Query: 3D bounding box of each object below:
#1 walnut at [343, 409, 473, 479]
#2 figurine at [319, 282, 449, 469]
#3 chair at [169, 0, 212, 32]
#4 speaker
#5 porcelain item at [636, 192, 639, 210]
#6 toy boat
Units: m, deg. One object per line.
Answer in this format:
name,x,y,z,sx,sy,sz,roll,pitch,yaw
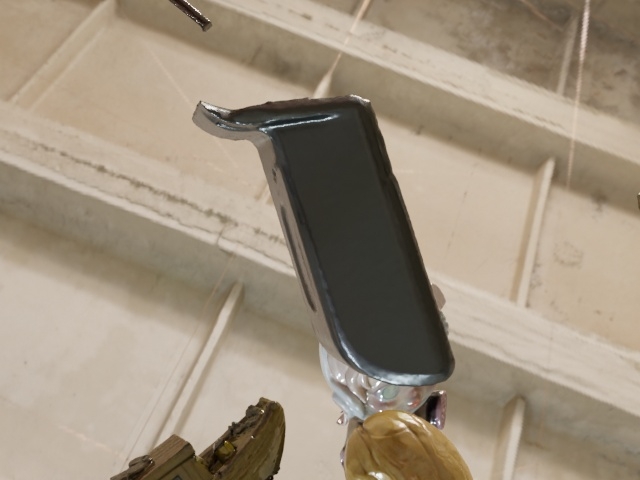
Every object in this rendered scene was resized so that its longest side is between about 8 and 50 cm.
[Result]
walnut,0.126,0.338,1.077,0.206,0.159,0.159,43,-129,17
figurine,0.104,0.244,1.391,0.211,0.361,0.253,25,-136,33
chair,-0.224,-0.453,0.959,0.326,0.183,0.176,38,-108,8
speaker,0.000,0.000,0.911,0.184,0.180,0.388,-20,-86,-12
porcelain item,0.480,0.006,0.930,0.213,0.084,0.054,33,-125,-5
toy boat,-0.170,0.295,0.889,0.321,0.089,0.121,-38,-77,-25
